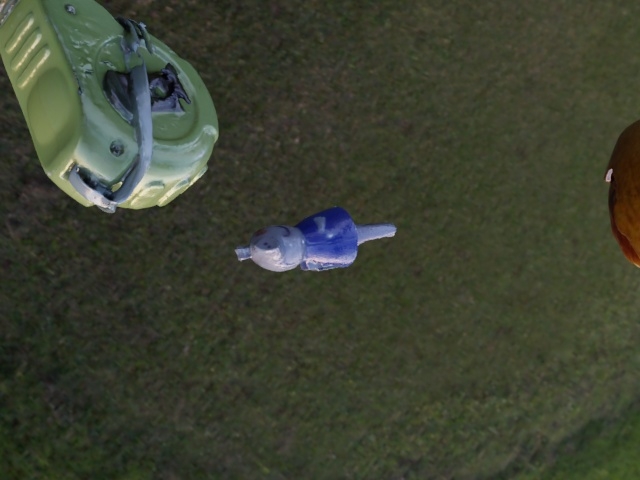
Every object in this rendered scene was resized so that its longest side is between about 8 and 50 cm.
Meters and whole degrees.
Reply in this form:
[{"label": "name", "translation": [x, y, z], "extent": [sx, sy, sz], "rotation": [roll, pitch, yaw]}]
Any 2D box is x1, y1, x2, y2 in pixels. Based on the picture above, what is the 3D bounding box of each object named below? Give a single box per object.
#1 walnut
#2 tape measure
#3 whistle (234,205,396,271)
[{"label": "walnut", "translation": [0.327, -0.038, 0.919], "extent": [0.207, 0.116, 0.116], "rotation": [-86, 165, -45]}, {"label": "tape measure", "translation": [-0.150, -0.099, 0.731], "extent": [0.087, 0.177, 0.154], "rotation": [-34, 159, 36]}, {"label": "whistle", "translation": [0.000, 0.000, 0.456], "extent": [0.083, 0.033, 0.029], "rotation": [-10, 94, -31]}]
